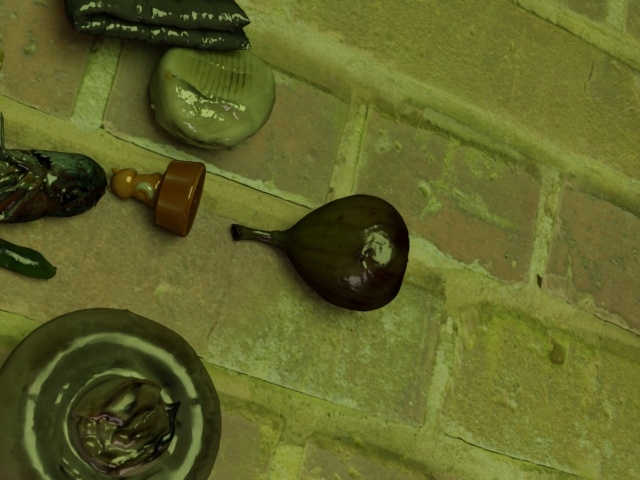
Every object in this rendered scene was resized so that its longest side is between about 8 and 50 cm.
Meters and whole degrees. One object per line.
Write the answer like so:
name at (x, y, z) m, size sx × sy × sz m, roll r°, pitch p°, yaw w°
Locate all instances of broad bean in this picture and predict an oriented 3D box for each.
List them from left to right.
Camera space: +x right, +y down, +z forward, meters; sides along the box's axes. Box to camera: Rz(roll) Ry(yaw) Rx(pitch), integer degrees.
broad bean at (-0.529, 0.027, 1.776) m, size 0.227 × 0.039 × 0.069 m, roll 2°, pitch 71°, yaw -28°

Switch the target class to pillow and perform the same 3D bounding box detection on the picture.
pillow at (-0.293, -0.430, 1.941) m, size 0.326 × 0.101 × 0.228 m, roll -1°, pitch 46°, yaw -27°

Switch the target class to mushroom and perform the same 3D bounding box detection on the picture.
mushroom at (-0.315, 0.275, 1.686) m, size 0.362 × 0.295 × 0.362 m, roll 6°, pitch 77°, yaw -27°

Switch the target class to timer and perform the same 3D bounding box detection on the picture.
timer at (-0.284, -0.087, 1.909) m, size 0.152 × 0.132 × 0.132 m, roll 15°, pitch 70°, yaw 0°

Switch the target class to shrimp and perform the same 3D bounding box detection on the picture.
shrimp at (-0.519, -0.107, 1.772) m, size 0.372 × 0.137 × 0.172 m, roll 8°, pitch 38°, yaw -35°

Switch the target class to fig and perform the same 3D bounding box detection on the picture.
fig at (0.000, 0.000, 2.012) m, size 0.321 × 0.217 × 0.217 m, roll 14°, pitch 70°, yaw -1°

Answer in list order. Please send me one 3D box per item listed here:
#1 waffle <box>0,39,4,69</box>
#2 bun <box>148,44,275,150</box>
waffle at (-0.640, -0.269, 1.657) m, size 0.307 × 0.060 × 0.312 m, roll 24°, pitch 61°, yaw -2°
bun at (-0.193, -0.248, 1.975) m, size 0.229 × 0.145 × 0.229 m, roll 13°, pitch 40°, yaw -11°
